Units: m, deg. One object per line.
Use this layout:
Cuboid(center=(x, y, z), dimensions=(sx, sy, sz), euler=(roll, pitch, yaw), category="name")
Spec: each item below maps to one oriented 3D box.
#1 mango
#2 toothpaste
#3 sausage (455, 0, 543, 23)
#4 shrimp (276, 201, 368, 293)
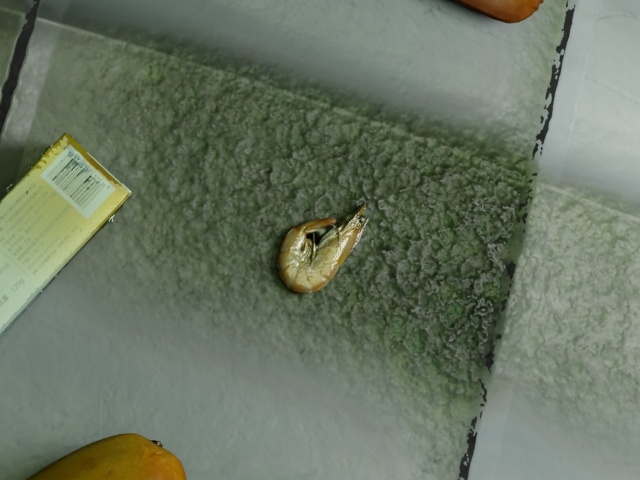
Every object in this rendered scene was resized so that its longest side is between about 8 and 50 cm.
Cuboid(center=(-0.219, 0.264, 1.488), dimensions=(0.253, 0.113, 0.138), euler=(-32, 90, -15), category="mango")
Cuboid(center=(-0.297, 0.048, 1.525), dimensions=(0.089, 0.071, 0.313), euler=(44, 73, -7), category="toothpaste")
Cuboid(center=(0.127, -0.272, 1.685), dimensions=(0.197, 0.076, 0.076), euler=(28, 75, -10), category="sausage")
Cuboid(center=(0.000, 0.000, 1.637), dimensions=(0.059, 0.023, 0.108), euler=(34, 74, 1), category="shrimp")
